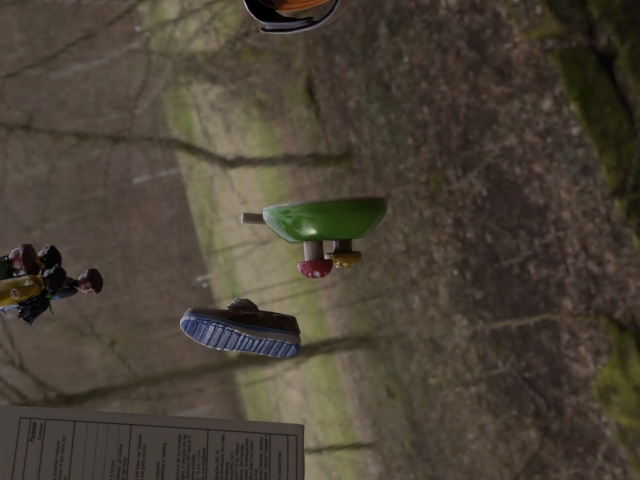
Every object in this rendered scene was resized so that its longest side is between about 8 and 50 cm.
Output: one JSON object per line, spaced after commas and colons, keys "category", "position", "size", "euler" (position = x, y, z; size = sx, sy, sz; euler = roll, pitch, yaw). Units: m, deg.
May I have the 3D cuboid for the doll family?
{"category": "doll family", "position": [-0.280, 0.039, 1.137], "size": [0.193, 0.111, 0.076], "euler": [-66, -43, -83]}

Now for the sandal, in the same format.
{"category": "sandal", "position": [-0.030, -0.231, 1.108], "size": [0.076, 0.102, 0.265], "euler": [63, -159, 8]}

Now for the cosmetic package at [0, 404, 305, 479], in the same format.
{"category": "cosmetic package", "position": [-0.169, 0.252, 1.128], "size": [0.129, 0.296, 0.153], "euler": [111, 163, -59]}

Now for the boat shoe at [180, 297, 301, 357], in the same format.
{"category": "boat shoe", "position": [-0.118, 0.124, 1.761], "size": [0.066, 0.183, 0.066], "euler": [126, 152, -46]}

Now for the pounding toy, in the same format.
{"category": "pounding toy", "position": [0.000, 0.000, 1.751], "size": [0.237, 0.182, 0.110], "euler": [171, 95, -68]}
